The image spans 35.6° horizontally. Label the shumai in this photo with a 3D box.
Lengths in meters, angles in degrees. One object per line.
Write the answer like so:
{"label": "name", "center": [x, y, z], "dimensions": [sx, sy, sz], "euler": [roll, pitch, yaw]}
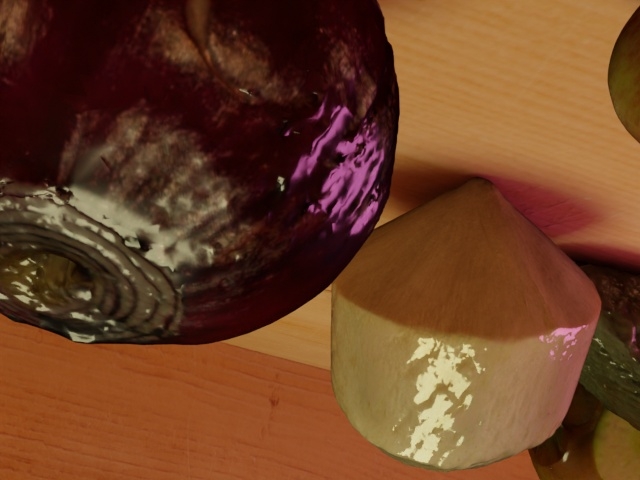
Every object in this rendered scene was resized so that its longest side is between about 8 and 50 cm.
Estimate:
{"label": "shumai", "center": [0.407, 0.097, 1.243], "dimensions": [0.272, 0.204, 0.222], "euler": [47, 164, 14]}

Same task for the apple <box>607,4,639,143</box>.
{"label": "apple", "center": [0.231, -0.100, 0.575], "dimensions": [0.126, 0.126, 0.102], "euler": [10, 154, 12]}

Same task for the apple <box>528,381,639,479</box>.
{"label": "apple", "center": [0.485, 0.255, 1.412], "dimensions": [0.375, 0.374, 0.384], "euler": [16, 136, -14]}

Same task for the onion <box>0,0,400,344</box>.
{"label": "onion", "center": [-0.123, -0.099, 0.599], "dimensions": [0.337, 0.281, 0.260], "euler": [19, 148, 18]}

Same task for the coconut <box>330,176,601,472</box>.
{"label": "coconut", "center": [0.148, 0.082, 1.083], "dimensions": [0.329, 0.328, 0.329], "euler": [12, 166, 3]}
